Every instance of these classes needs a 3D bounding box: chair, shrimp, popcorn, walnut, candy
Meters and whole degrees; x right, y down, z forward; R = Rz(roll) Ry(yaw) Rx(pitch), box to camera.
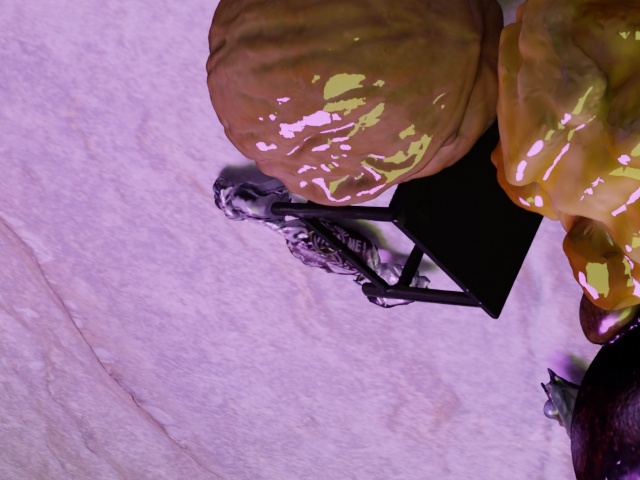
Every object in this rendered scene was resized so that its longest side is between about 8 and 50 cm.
[{"bbox_3d":[0.116,-0.035,1.184,0.260,0.141,0.154,4,150,47],"label":"chair"},{"bbox_3d":[0.338,0.215,1.605,0.164,0.062,0.317,-10,145,37],"label":"shrimp"},{"bbox_3d":[0.249,-0.083,0.915,0.332,0.265,0.225,-26,161,31],"label":"popcorn"},{"bbox_3d":[0.027,-0.123,1.061,0.213,0.213,0.213,16,152,8],"label":"walnut"},{"bbox_3d":[0.000,0.000,1.451,0.226,0.051,0.094,30,161,-15],"label":"candy"}]

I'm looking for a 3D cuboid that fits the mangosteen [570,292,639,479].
[{"bbox_3d":[0.327,0.134,1.217,0.313,0.297,0.297,45,172,39],"label":"mangosteen"}]
